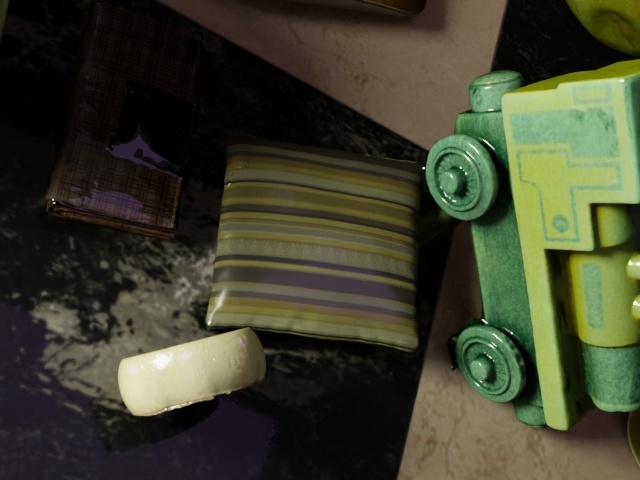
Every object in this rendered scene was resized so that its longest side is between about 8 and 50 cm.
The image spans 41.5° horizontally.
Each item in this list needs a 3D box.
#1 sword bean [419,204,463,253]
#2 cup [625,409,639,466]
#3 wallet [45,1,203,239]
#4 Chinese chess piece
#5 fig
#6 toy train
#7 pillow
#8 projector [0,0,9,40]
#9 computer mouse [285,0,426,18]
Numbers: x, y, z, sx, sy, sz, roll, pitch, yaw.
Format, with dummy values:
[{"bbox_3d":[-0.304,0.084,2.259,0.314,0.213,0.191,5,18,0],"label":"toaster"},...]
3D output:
[{"bbox_3d":[0.164,-0.048,0.928,0.269,0.043,0.038,-33,74,-18],"label":"sword bean"},{"bbox_3d":[0.429,0.189,0.949,0.155,0.131,0.176,-13,49,-36],"label":"cup"},{"bbox_3d":[-0.182,-0.118,0.813,0.124,0.042,0.230,12,61,-19],"label":"wallet"},{"bbox_3d":[-0.106,0.108,0.701,0.122,0.122,0.051,-11,83,-30],"label":"Chinese chess piece"},{"bbox_3d":[0.440,-0.352,1.140,0.207,0.207,0.230,-20,82,-32],"label":"fig"},{"bbox_3d":[0.236,0.018,0.808,0.150,0.237,0.369,-24,109,-39],"label":"toy train"},{"bbox_3d":[0.000,0.000,0.834,0.208,0.052,0.212,9,64,-11],"label":"pillow"},{"bbox_3d":[-0.387,-0.231,0.635,0.248,0.249,0.248,44,56,-4],"label":"projector"},{"bbox_3d":[-0.004,-0.340,0.989,0.310,0.072,0.158,0,70,-28],"label":"computer mouse"}]
